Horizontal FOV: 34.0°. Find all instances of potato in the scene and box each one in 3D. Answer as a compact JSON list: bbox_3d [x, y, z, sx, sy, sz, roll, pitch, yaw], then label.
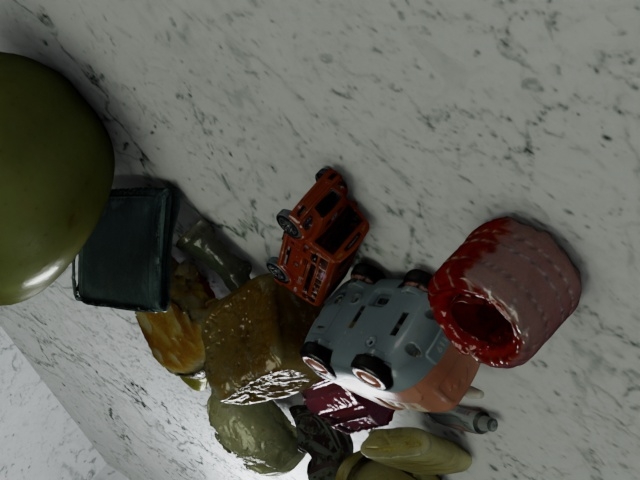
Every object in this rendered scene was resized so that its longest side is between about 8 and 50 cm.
[{"bbox_3d":[0.129,0.533,2.105,0.285,0.242,0.242,33,158,-18],"label":"potato"}]

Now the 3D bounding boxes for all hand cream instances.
[{"bbox_3d":[0.235,0.307,1.800,0.216,0.038,0.052,-4,104,64],"label":"hand cream"}]

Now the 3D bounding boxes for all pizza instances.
[{"bbox_3d":[-0.318,0.098,2.187,0.406,0.130,0.440,56,154,5],"label":"pizza"}]

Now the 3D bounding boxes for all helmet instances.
[{"bbox_3d":[0.011,0.419,2.197,0.153,0.107,0.176,4,-111,-83],"label":"helmet"}]

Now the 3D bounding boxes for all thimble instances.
[{"bbox_3d":[0.230,0.066,1.322,0.163,0.125,0.189,41,155,10],"label":"thimble"}]

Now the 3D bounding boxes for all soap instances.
[{"bbox_3d":[0.040,0.276,1.952,0.162,0.099,0.250,46,154,-6],"label":"soap"},{"bbox_3d":[-0.316,0.330,2.613,0.089,0.045,0.140,41,156,11],"label":"soap"}]

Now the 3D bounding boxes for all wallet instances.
[{"bbox_3d":[-0.376,0.016,2.035,0.075,0.237,0.342,6,176,-40],"label":"wallet"}]

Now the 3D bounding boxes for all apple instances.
[{"bbox_3d":[-0.598,-0.120,1.885,0.474,0.473,0.473,33,153,20],"label":"apple"}]

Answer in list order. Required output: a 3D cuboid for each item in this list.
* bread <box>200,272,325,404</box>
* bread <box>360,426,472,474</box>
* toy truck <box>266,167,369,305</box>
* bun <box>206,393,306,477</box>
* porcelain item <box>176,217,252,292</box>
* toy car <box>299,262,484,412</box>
[{"bbox_3d":[-0.088,0.176,1.842,0.176,0.195,0.246,14,147,-41],"label":"bread"},{"bbox_3d":[0.173,0.376,1.869,0.140,0.060,0.178,-10,154,30],"label":"bread"},{"bbox_3d":[0.000,0.000,1.573,0.114,0.107,0.252,38,156,9],"label":"toy truck"},{"bbox_3d":[-0.149,0.415,2.307,0.259,0.152,0.259,51,178,3],"label":"bun"},{"bbox_3d":[-0.166,0.055,1.941,0.216,0.069,0.081,44,148,0],"label":"porcelain item"},{"bbox_3d":[0.118,0.170,1.602,0.271,0.180,0.212,5,145,52],"label":"toy car"}]
